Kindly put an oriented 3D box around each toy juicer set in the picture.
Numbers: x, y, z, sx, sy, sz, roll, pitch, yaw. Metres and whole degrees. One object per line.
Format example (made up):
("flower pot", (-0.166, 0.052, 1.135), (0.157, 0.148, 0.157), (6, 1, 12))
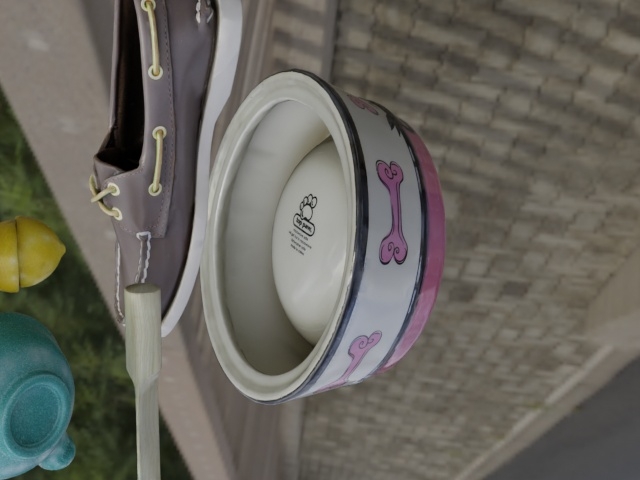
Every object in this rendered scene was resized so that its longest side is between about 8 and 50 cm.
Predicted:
("toy juicer set", (-0.232, 0.086, 0.918), (0.089, 0.209, 0.329), (13, 179, 37))

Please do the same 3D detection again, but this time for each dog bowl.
("dog bowl", (0.000, 0.000, 1.508), (0.150, 0.408, 0.408), (5, 163, -30))

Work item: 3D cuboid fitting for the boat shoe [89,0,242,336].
("boat shoe", (-0.147, -0.070, 1.037), (0.096, 0.324, 0.116), (2, -158, -29))
